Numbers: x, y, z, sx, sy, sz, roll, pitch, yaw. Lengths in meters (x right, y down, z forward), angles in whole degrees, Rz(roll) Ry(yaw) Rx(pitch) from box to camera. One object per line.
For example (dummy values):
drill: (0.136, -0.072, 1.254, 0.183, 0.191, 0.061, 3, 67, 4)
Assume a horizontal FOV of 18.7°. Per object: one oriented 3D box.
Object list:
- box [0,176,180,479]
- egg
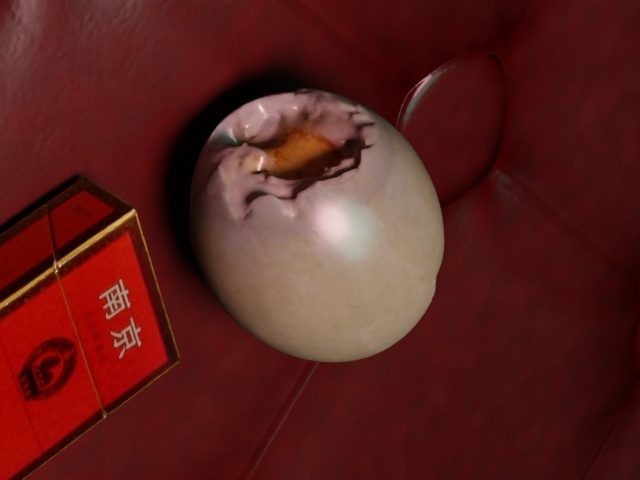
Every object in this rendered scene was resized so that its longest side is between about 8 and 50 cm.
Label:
box: (-0.218, 0.085, 1.338, 0.240, 0.074, 0.153, -37, 133, -26)
egg: (0.000, 0.000, 1.435, 0.183, 0.183, 0.217, -40, 139, -24)
